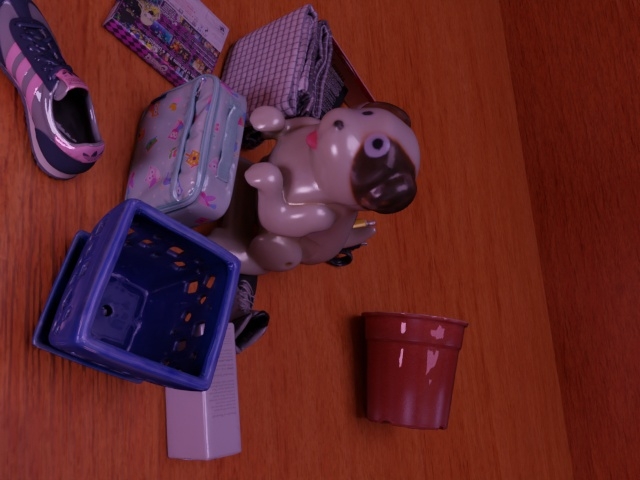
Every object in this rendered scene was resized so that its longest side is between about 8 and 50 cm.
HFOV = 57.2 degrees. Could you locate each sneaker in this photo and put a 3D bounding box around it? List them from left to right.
[{"bbox_3d":[-0.428,-0.265,0.945,0.112,0.131,0.318,-30,102,-50],"label":"sneaker"},{"bbox_3d":[-0.142,0.135,1.172,0.086,0.132,0.228,43,49,-35],"label":"sneaker"}]

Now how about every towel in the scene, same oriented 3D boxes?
[{"bbox_3d":[-0.098,-0.351,1.296,0.121,0.235,0.283,36,53,-47],"label":"towel"}]

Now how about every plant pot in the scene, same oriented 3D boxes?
[{"bbox_3d":[-0.296,0.100,0.930,0.236,0.212,0.235,36,54,-39],"label":"plant pot"},{"bbox_3d":[0.226,0.328,1.480,0.273,0.273,0.264,20,72,-46],"label":"plant pot"}]

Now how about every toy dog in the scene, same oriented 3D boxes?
[{"bbox_3d":[0.010,-0.094,1.133,0.396,0.408,0.284,29,51,-24],"label":"toy dog"}]

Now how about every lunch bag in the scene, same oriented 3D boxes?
[{"bbox_3d":[-0.242,-0.162,1.067,0.108,0.224,0.278,26,61,-45],"label":"lunch bag"}]

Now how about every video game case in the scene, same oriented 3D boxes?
[{"bbox_3d":[-0.308,-0.441,1.217,0.232,0.042,0.210,37,52,-38],"label":"video game case"}]

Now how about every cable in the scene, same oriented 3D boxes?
[{"bbox_3d":[0.000,0.000,1.444,0.288,0.139,0.072,3,44,-31],"label":"cable"}]

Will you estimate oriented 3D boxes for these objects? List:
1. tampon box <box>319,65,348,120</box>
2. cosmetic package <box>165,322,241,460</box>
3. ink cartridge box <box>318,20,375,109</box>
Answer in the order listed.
[{"bbox_3d":[-0.024,-0.349,1.472,0.101,0.121,0.161,50,46,-28],"label":"tampon box"},{"bbox_3d":[-0.214,0.268,1.057,0.086,0.118,0.230,6,76,-49],"label":"cosmetic package"},{"bbox_3d":[0.037,-0.448,1.524,0.275,0.060,0.239,50,9,-29],"label":"ink cartridge box"}]
